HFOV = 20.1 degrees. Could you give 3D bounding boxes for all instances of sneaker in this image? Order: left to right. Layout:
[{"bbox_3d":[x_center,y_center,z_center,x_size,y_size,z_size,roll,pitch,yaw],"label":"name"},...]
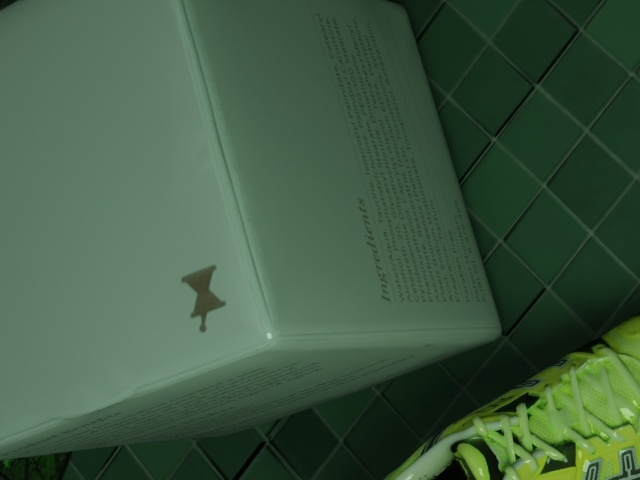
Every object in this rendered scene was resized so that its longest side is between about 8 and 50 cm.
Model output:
[{"bbox_3d":[0.193,0.174,1.458,0.384,0.147,0.145,-39,66,9],"label":"sneaker"}]

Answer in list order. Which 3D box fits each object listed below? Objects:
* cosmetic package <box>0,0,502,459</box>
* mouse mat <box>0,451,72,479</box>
[{"bbox_3d":[-0.106,-0.020,1.509,0.329,0.393,0.327,-21,78,28],"label":"cosmetic package"},{"bbox_3d":[-0.306,0.166,1.899,0.152,0.007,0.190,29,103,31],"label":"mouse mat"}]
